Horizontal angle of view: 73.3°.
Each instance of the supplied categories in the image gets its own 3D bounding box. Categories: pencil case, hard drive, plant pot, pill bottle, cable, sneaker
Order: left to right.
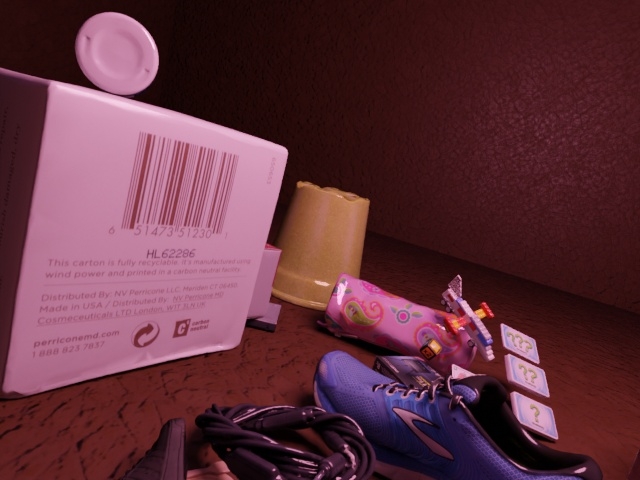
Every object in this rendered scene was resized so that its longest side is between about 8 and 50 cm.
[{"bbox_3d":[-0.276,-0.247,0.593,0.094,0.094,0.169,9,11,-25],"label":"pill bottle"},{"bbox_3d":[-0.147,0.197,0.322,0.089,0.051,0.170,-3,14,-16],"label":"sneaker"},{"bbox_3d":[-0.144,0.129,0.798,0.135,0.022,0.094,14,11,-3],"label":"hard drive"},{"bbox_3d":[-0.038,0.194,0.437,0.184,0.047,0.150,5,-1,38],"label":"cable"},{"bbox_3d":[0.000,0.000,1.035,0.275,0.254,0.276,14,11,-3],"label":"plant pot"},{"bbox_3d":[0.142,0.158,0.796,0.284,0.124,0.124,18,11,20],"label":"pencil case"},{"bbox_3d":[0.133,0.197,0.477,0.329,0.147,0.129,21,12,36],"label":"sneaker"}]

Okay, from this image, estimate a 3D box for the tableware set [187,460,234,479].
[{"bbox_3d":[-0.054,0.238,0.349,0.141,0.020,0.168,11,12,-20],"label":"tableware set"}]

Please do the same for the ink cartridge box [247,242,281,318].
[{"bbox_3d":[-0.165,0.047,0.778,0.175,0.128,0.072,24,13,40],"label":"ink cartridge box"}]

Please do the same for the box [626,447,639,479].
[{"bbox_3d":[0.536,0.293,0.410,0.143,0.191,0.381,4,14,-44],"label":"box"}]

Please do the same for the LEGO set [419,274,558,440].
[{"bbox_3d":[0.266,0.171,0.664,0.244,0.060,0.183,27,43,-11],"label":"LEGO set"}]

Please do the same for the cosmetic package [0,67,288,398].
[{"bbox_3d":[-0.323,-0.046,0.639,0.393,0.328,0.329,23,13,37],"label":"cosmetic package"}]

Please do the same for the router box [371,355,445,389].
[{"bbox_3d":[0.148,0.222,0.657,0.092,0.038,0.122,8,12,-28],"label":"router box"}]
